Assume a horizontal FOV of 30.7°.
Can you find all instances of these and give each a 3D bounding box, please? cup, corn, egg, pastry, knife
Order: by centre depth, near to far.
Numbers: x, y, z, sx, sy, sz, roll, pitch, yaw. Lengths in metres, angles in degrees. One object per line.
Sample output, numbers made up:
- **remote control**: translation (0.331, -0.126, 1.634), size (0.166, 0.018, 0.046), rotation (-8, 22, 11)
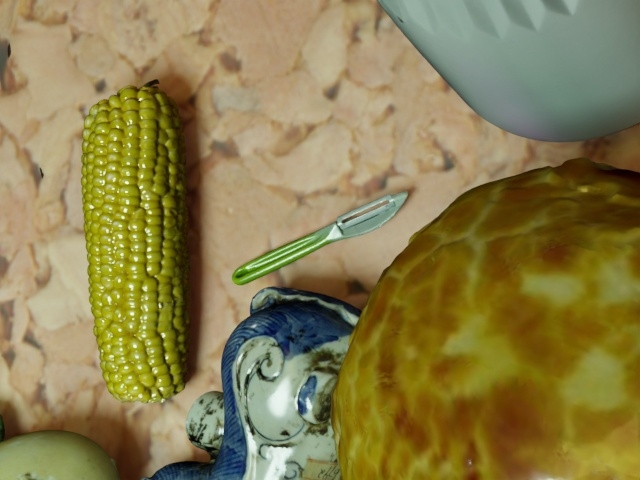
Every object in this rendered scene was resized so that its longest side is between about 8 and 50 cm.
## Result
- **pastry**: translation (0.184, 0.123, 0.804), size (0.389, 0.312, 0.388), rotation (-9, 66, 21)
- **cup**: translation (0.152, -0.237, 0.870), size (0.253, 0.371, 0.253), rotation (-6, 77, 24)
- **egg**: translation (-0.265, 0.254, 1.028), size (0.201, 0.164, 0.164), rotation (-43, 72, 6)
- **knife**: translation (0.000, 0.000, 1.055), size (0.184, 0.026, 0.022), rotation (-25, 35, 15)
- **corn**: translation (-0.170, -0.006, 1.069), size (0.102, 0.101, 0.310), rotation (-5, 80, 17)

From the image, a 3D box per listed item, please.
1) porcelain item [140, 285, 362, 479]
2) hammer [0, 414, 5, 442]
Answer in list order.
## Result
- **porcelain item**: translation (-0.050, 0.179, 0.996), size (0.186, 0.138, 0.287), rotation (18, 92, 37)
- **hammer**: translation (-0.451, 0.236, 1.125), size (0.336, 0.119, 0.206), rotation (-22, 76, 7)
